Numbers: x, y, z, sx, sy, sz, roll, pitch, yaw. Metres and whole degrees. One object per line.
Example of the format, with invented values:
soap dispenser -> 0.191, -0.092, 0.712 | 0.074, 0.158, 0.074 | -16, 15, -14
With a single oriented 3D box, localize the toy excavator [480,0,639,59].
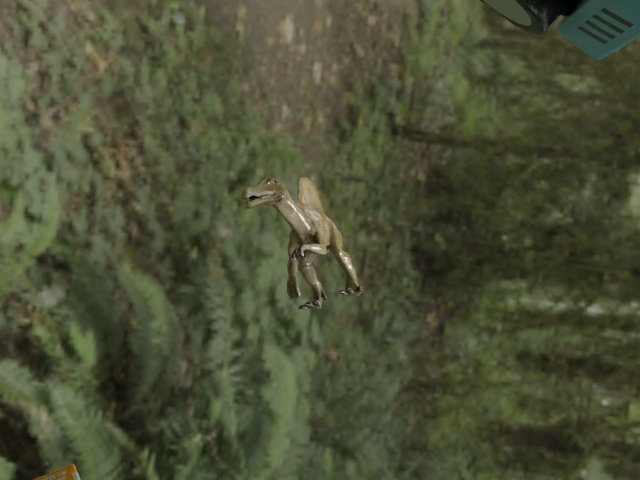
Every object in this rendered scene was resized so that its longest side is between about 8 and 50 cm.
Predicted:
toy excavator -> 0.346, -0.189, 0.998 | 0.222, 0.445, 0.433 | -53, 180, 1

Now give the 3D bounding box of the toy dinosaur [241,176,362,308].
toy dinosaur -> 0.000, 0.000, 0.874 | 0.183, 0.053, 0.093 | 29, 49, -70

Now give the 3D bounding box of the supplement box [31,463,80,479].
supplement box -> -0.117, 0.148, 0.500 | 0.098, 0.062, 0.036 | -128, -155, -46
